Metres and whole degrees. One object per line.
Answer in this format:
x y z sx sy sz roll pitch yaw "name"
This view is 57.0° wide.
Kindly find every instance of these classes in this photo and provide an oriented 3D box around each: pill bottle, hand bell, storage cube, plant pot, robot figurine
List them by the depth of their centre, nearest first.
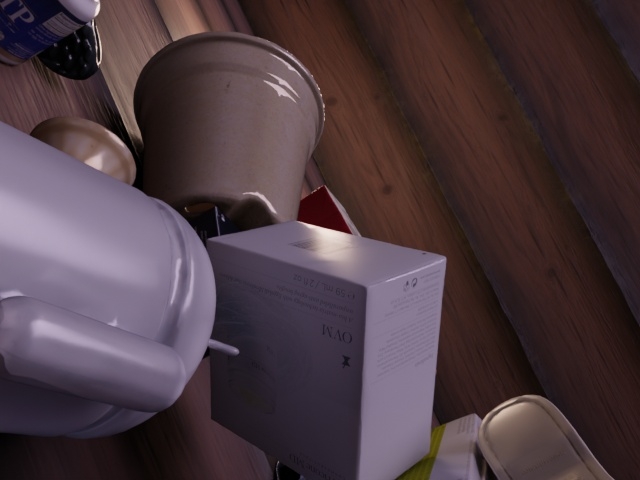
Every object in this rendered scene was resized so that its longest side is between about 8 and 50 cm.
-0.218 0.031 0.419 0.300 0.199 0.354 27 -2 41 "robot figurine"
-0.287 -0.011 0.621 0.126 0.126 0.241 55 25 -39 "hand bell"
-0.350 -0.316 0.750 0.112 0.187 0.112 59 11 -19 "pill bottle"
-0.156 -0.106 0.951 0.333 0.334 0.305 53 27 -45 "plant pot"
0.000 0.000 1.608 0.183 0.193 0.215 61 9 27 "storage cube"

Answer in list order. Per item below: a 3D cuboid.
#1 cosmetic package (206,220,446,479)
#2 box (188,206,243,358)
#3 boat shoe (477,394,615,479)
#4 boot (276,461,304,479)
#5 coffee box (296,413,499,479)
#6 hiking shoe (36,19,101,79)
-0.003 0.114 0.635 0.138 0.224 0.224 -15 111 -45 "cosmetic package"
-0.168 0.066 0.777 0.093 0.158 0.155 49 18 -45 "box"
0.219 0.258 0.488 0.096 0.117 0.324 57 9 -16 "boat shoe"
-0.017 0.371 0.983 0.219 0.082 0.106 -91 155 -63 "boot"
0.080 0.429 0.617 0.337 0.335 0.338 66 13 9 "coffee box"
-0.396 -0.376 0.875 0.303 0.113 0.132 63 11 0 "hiking shoe"
